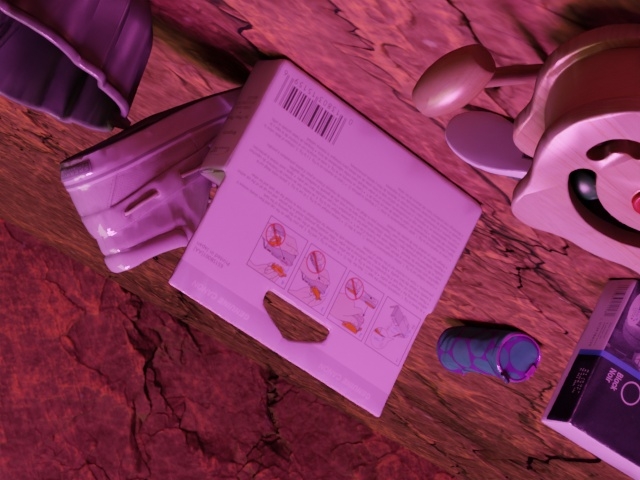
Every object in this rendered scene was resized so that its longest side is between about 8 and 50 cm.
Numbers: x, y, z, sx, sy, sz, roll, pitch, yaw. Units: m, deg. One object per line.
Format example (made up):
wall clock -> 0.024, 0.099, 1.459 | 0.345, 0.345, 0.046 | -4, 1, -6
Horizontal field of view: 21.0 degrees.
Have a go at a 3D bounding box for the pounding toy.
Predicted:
pounding toy -> 0.214, -0.093, 1.213 | 0.269, 0.155, 0.154 | 23, 142, -24

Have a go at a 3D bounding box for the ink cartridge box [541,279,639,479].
ink cartridge box -> 0.394, 0.190, 1.746 | 0.332, 0.165, 0.065 | 31, 166, -19

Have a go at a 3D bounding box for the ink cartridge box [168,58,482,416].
ink cartridge box -> 0.000, 0.000, 1.641 | 0.275, 0.239, 0.060 | 35, 165, -28

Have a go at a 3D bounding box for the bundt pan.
bundt pan -> -0.291, -0.235, 1.584 | 0.331, 0.124, 0.331 | 27, 167, 7

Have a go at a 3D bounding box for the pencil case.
pencil case -> 0.210, 0.143, 2.178 | 0.070, 0.064, 0.151 | 59, 158, -17

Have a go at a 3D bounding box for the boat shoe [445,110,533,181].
boat shoe -> 0.172, -0.068, 1.452 | 0.142, 0.049, 0.040 | 20, 166, 22

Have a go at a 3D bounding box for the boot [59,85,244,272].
boot -> -0.135, -0.059, 1.644 | 0.095, 0.258, 0.123 | -11, 104, 43
